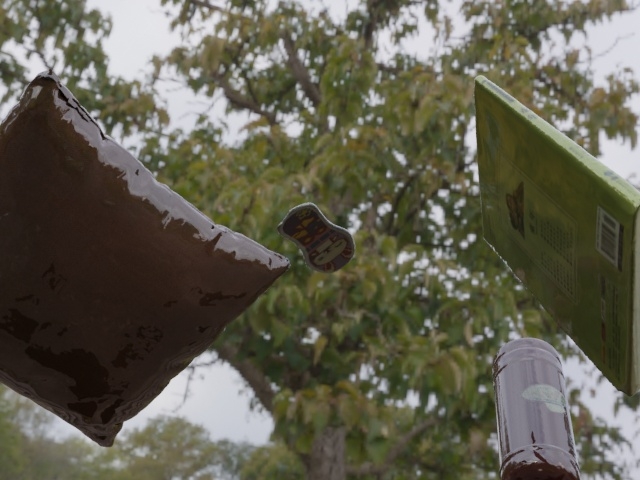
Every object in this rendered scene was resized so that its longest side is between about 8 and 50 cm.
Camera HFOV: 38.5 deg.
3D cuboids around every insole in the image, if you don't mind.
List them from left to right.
[{"bbox_3d":[0.000,0.000,1.075,0.065,0.004,0.197,-36,-27,3],"label":"insole"}]

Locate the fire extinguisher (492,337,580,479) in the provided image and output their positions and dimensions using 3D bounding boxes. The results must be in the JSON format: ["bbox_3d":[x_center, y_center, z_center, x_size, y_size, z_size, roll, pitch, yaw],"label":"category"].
[{"bbox_3d":[0.298,0.264,1.200,0.138,0.344,0.102,-30,-66,23],"label":"fire extinguisher"}]

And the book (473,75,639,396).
[{"bbox_3d":[0.261,-0.020,1.025,0.035,0.352,0.239,-17,-57,-8],"label":"book"}]

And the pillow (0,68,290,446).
[{"bbox_3d":[-0.234,0.041,0.888,0.308,0.108,0.305,40,-71,-23],"label":"pillow"}]
